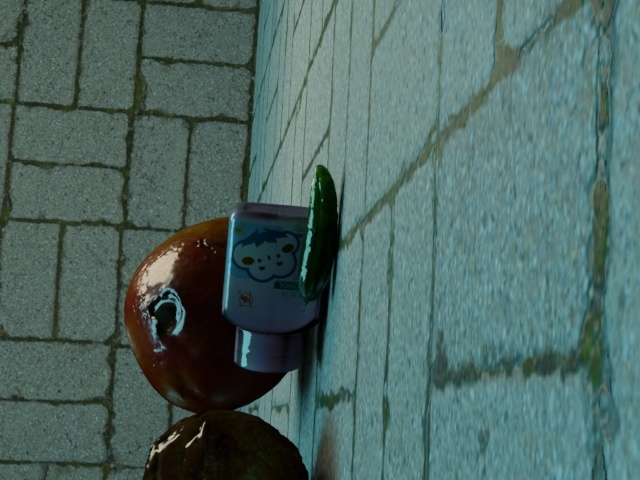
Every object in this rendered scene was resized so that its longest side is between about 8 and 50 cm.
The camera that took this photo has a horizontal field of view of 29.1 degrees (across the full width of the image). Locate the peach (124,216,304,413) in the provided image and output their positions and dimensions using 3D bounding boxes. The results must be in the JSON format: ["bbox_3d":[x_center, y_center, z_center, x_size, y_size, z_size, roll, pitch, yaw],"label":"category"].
[{"bbox_3d":[-0.140,0.095,1.625,0.281,0.238,0.280,14,-90,-77],"label":"peach"}]

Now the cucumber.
[{"bbox_3d":[0.000,0.000,1.371,0.039,0.039,0.167,-129,45,-81],"label":"cucumber"}]

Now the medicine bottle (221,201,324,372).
[{"bbox_3d":[-0.054,0.055,1.451,0.094,0.119,0.188,-94,9,-80],"label":"medicine bottle"}]

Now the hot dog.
[{"bbox_3d":[-0.085,0.362,1.353,0.267,0.174,0.387,-90,-5,-48],"label":"hot dog"}]
